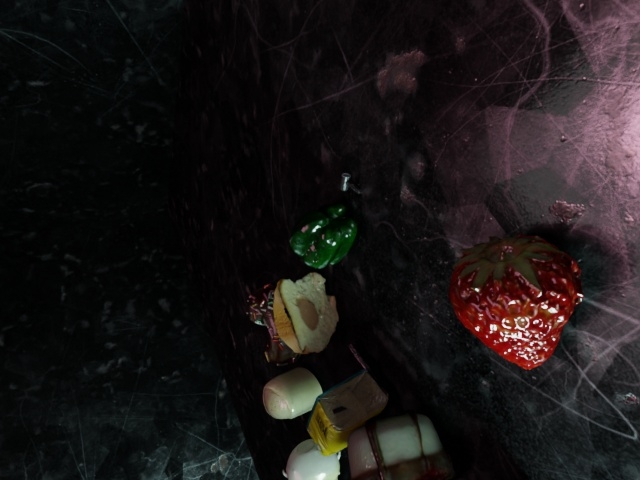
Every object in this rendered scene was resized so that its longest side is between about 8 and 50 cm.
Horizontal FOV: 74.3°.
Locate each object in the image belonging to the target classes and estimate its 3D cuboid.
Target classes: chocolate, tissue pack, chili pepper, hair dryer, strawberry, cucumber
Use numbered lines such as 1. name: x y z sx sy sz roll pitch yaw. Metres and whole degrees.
1. chocolate: 0.191 0.534 1.069 0.283 0.284 0.186 116 148 -48
2. tissue pack: 0.075 0.522 1.265 0.134 0.192 0.270 52 152 29
3. chili pepper: 0.000 0.000 1.249 0.165 0.174 0.261 43 142 6
4. hair dryer: 0.087 -0.150 1.176 0.083 0.026 0.047 40 136 37
5. strawberry: 0.336 0.116 0.731 0.205 0.205 0.244 18 139 56
6. cucumber: 0.143 0.377 1.278 0.039 0.043 0.163 -46 61 9

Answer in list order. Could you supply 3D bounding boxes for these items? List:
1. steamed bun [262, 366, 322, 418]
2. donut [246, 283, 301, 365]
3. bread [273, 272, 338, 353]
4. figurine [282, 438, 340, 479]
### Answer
1. steamed bun: -0.119 0.592 1.648 0.250 0.200 0.154 -32 73 56
2. donut: -0.187 0.331 1.732 0.345 0.136 0.259 58 148 27
3. bread: -0.035 0.251 1.383 0.211 0.184 0.224 47 142 40
4. figurine: 0.010 0.945 1.642 0.274 0.227 0.394 -95 -14 -79
